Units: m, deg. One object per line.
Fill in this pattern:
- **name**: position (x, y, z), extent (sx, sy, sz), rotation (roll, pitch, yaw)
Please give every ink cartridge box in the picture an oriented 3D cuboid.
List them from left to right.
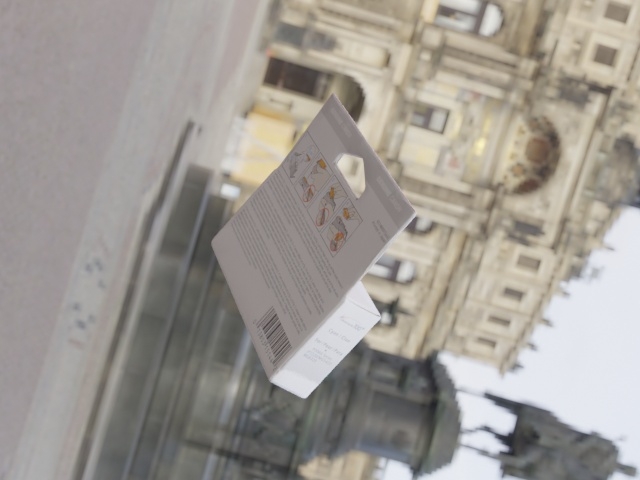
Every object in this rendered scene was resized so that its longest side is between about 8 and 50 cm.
- **ink cartridge box**: position (0.000, 0.000, 1.565), extent (0.261, 0.066, 0.296), rotation (-49, -145, 15)
